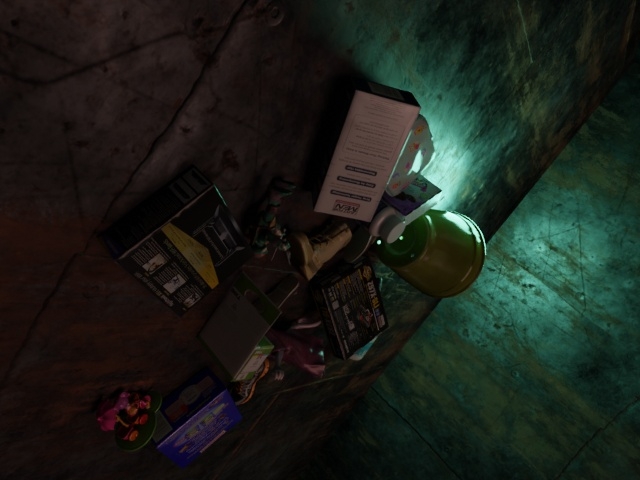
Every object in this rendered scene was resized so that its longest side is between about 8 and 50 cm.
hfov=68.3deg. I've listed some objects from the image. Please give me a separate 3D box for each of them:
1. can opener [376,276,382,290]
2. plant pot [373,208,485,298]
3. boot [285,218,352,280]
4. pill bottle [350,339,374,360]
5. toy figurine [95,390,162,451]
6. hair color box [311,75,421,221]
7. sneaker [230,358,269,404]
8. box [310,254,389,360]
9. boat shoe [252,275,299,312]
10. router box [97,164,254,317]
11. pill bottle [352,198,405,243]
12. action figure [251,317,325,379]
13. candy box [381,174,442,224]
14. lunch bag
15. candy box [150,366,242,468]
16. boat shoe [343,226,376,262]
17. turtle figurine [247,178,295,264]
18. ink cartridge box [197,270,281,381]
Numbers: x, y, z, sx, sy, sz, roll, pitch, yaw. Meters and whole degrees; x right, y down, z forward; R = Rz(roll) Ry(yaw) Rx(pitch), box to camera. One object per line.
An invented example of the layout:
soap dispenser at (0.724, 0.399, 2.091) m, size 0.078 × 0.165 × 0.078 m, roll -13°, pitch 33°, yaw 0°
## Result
can opener at (0.204, 0.275, 1.981) m, size 0.095 × 0.075 × 0.284 m, roll 91°, pitch 13°, yaw -67°
plant pot at (0.399, 0.022, 1.837) m, size 0.353 × 0.366 × 0.367 m, roll 18°, pitch 111°, yaw -49°
boot at (0.000, 0.000, 1.456) m, size 0.203 × 0.095 × 0.262 m, roll -40°, pitch 153°, yaw -14°
pill bottle at (0.202, 0.431, 2.250) m, size 0.146 × 0.146 × 0.264 m, roll 1°, pitch 125°, yaw -56°
toy figurine at (-0.536, 0.471, 1.296) m, size 0.173 × 0.130 × 0.159 m, roll -60°, pitch 149°, yaw -26°
hair color box at (0.105, -0.226, 1.228) m, size 0.173 × 0.105 × 0.347 m, roll 11°, pitch 126°, yaw -15°
sneaker at (-0.280, 0.516, 1.746) m, size 0.083 × 0.084 × 0.215 m, roll 23°, pitch 102°, yaw -51°
box at (0.118, 0.252, 1.794) m, size 0.257 × 0.079 × 0.322 m, roll -31°, pitch 113°, yaw -34°
boat shoe at (-0.146, 0.202, 1.531) m, size 0.206 × 0.075 × 0.065 m, roll -41°, pitch 149°, yaw -23°
router box at (-0.301, 0.016, 1.058) m, size 0.243 × 0.081 × 0.309 m, roll -41°, pitch 152°, yaw -14°
pill bottle at (0.175, -0.079, 1.508) m, size 0.112 × 0.186 × 0.112 m, roll -34°, pitch 149°, yaw -24°
action figure at (-0.133, 0.351, 1.619) m, size 0.370 × 0.248 × 0.276 m, roll 30°, pitch 64°, yaw -37°
candy box at (0.283, -0.151, 1.594) m, size 0.196 × 0.165 × 0.070 m, roll -33°, pitch 151°, yaw -28°
lunch bag at (0.228, -0.265, 1.430) m, size 0.224 × 0.108 × 0.279 m, roll -43°, pitch 151°, yaw 2°
candy box at (-0.426, 0.607, 1.597) m, size 0.268 × 0.122 × 0.317 m, roll -37°, pitch 149°, yaw -24°
boat shoe at (0.163, -0.016, 1.687) m, size 0.068 × 0.081 × 0.228 m, roll 10°, pitch 116°, yaw -54°
turtle figurine at (-0.123, -0.032, 1.195) m, size 0.118 × 0.175 × 0.234 m, roll 9°, pitch 113°, yaw -17°
ink cartridge box at (-0.213, 0.247, 1.364) m, size 0.255 × 0.189 × 0.097 m, roll -54°, pitch 151°, yaw 11°
